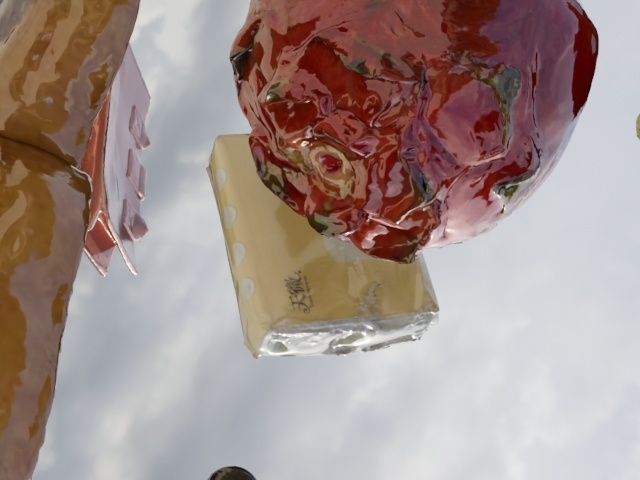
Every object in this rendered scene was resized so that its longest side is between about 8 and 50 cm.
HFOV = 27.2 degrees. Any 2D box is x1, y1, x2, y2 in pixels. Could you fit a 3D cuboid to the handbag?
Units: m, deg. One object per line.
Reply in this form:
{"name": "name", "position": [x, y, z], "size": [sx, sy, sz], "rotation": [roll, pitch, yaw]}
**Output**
{"name": "handbag", "position": [-0.213, -0.087, 1.323], "size": [0.157, 0.059, 0.212], "rotation": [73, 15, -64]}

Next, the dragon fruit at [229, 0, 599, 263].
{"name": "dragon fruit", "position": [0.056, -0.107, 0.823], "size": [0.241, 0.252, 0.240], "rotation": [3, -84, 33]}

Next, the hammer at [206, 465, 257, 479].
{"name": "hammer", "position": [0.013, 0.237, 0.585], "size": [0.292, 0.029, 0.058], "rotation": [61, -33, 14]}

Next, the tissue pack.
{"name": "tissue pack", "position": [0.000, 0.000, 1.243], "size": [0.090, 0.186, 0.222], "rotation": [116, -35, -53]}

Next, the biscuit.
{"name": "biscuit", "position": [-0.198, 0.073, 0.648], "size": [0.349, 0.078, 0.455], "rotation": [129, -27, -48]}

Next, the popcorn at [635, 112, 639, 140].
{"name": "popcorn", "position": [0.395, -0.173, 1.073], "size": [0.326, 0.321, 0.290], "rotation": [44, -69, 36]}
